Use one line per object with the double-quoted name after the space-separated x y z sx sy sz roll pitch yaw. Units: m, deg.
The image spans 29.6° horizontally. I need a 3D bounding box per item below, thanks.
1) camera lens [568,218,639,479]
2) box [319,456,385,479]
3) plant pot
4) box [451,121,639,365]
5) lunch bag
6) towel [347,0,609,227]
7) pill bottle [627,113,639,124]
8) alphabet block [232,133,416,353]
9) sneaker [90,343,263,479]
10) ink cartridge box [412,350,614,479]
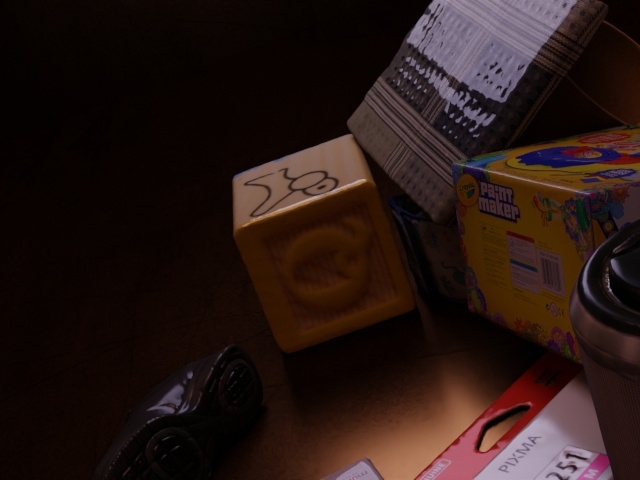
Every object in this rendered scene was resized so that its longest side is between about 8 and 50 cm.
0.322 0.118 0.932 0.219 0.274 0.219 -16 25 8 "camera lens"
-0.019 0.323 0.965 0.262 0.127 0.231 -25 24 -12 "box"
0.299 -0.126 1.544 0.254 0.237 0.237 -53 1 36 "plant pot"
0.327 -0.008 1.238 0.279 0.177 0.290 -12 13 -17 "box"
0.157 0.006 1.520 0.096 0.129 0.151 -35 27 -31 "lunch bag"
0.179 -0.198 1.465 0.312 0.056 0.324 -56 30 13 "towel"
0.466 -0.133 1.592 0.108 0.108 0.193 -30 24 -20 "pill bottle"
0.000 0.000 1.584 0.192 0.193 0.197 -21 23 5 "alphabet block"
-0.178 0.227 1.374 0.130 0.109 0.286 -17 14 34 "sneaker"
0.233 0.176 1.167 0.275 0.060 0.239 -37 29 -33 "ink cartridge box"
